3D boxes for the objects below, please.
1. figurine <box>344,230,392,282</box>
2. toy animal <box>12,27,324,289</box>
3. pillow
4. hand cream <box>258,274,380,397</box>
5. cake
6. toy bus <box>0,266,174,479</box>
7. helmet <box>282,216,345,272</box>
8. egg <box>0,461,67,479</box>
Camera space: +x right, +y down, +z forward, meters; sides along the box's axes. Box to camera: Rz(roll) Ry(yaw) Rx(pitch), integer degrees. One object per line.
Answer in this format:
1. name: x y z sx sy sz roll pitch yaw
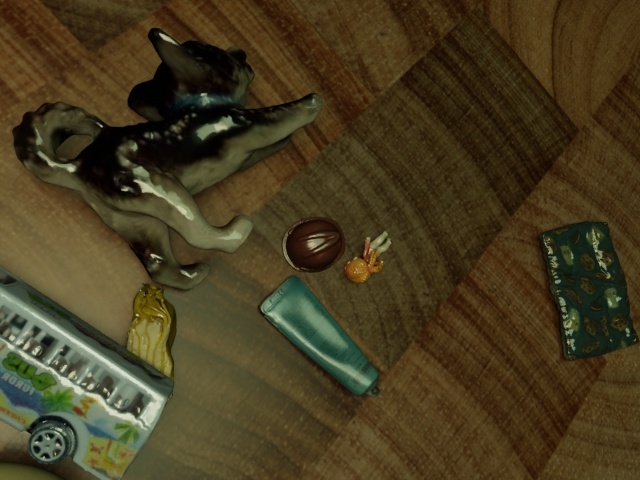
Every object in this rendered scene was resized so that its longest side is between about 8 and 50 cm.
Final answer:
1. figurine: 0.083 0.025 0.928 0.109 0.047 0.064 -45 121 -30
2. toy animal: -0.195 -0.149 0.769 0.303 0.194 0.344 35 63 -18
3. pillow: 0.514 0.090 1.094 0.189 0.034 0.255 -8 83 -23
4. hand cream: 0.008 0.157 0.875 0.224 0.048 0.083 47 66 -1
5. cake: -0.217 0.144 0.746 0.080 0.116 0.184 15 70 -17
6. toy bus: -0.339 0.143 0.670 0.330 0.109 0.135 35 89 -7
7. helmet: 0.000 0.000 0.891 0.111 0.057 0.089 -22 86 -24
8. egg: -0.359 0.332 0.606 0.242 0.186 0.185 10 75 -9
